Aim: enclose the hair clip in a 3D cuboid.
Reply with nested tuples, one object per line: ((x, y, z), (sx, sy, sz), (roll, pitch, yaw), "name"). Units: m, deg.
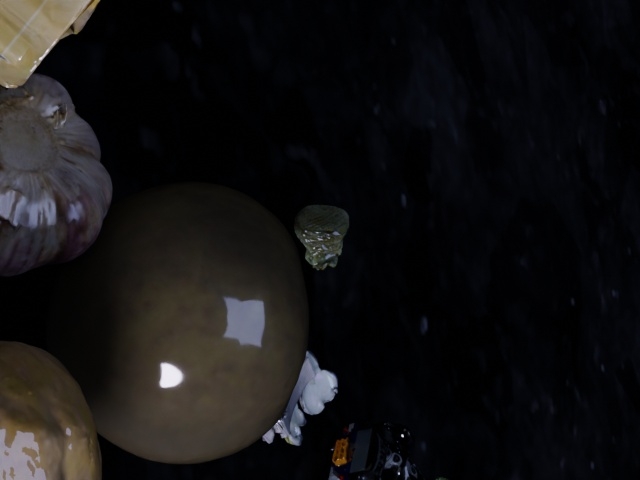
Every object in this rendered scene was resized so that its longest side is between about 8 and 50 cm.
((-0.033, 0.200, 2.165), (0.116, 0.049, 0.172), (67, 32, -26), "hair clip")

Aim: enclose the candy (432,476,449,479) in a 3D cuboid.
((0.182, 0.415, 2.449), (0.035, 0.035, 0.123), (-3, 92, -14), "candy")

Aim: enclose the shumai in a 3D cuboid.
((0.000, 0.000, 2.279), (0.083, 0.082, 0.080), (-35, 148, -42), "shumai")

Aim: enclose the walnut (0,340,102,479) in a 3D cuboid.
((-0.346, 0.212, 1.488), (0.296, 0.285, 0.285), (6, 72, -19), "walnut")

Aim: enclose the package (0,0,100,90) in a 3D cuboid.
((-0.368, -0.305, 1.610), (0.311, 0.221, 0.165), (42, 60, -7), "package")

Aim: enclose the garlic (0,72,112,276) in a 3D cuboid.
((-0.337, -0.067, 1.689), (0.245, 0.160, 0.245), (19, 53, -27), "garlic")

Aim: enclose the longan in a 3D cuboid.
((-0.150, 0.085, 1.791), (0.319, 0.319, 0.319), (24, 61, -52), "longan")

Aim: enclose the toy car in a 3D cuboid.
((0.102, 0.377, 2.253), (0.301, 0.118, 0.193), (54, 32, -32), "toy car")
